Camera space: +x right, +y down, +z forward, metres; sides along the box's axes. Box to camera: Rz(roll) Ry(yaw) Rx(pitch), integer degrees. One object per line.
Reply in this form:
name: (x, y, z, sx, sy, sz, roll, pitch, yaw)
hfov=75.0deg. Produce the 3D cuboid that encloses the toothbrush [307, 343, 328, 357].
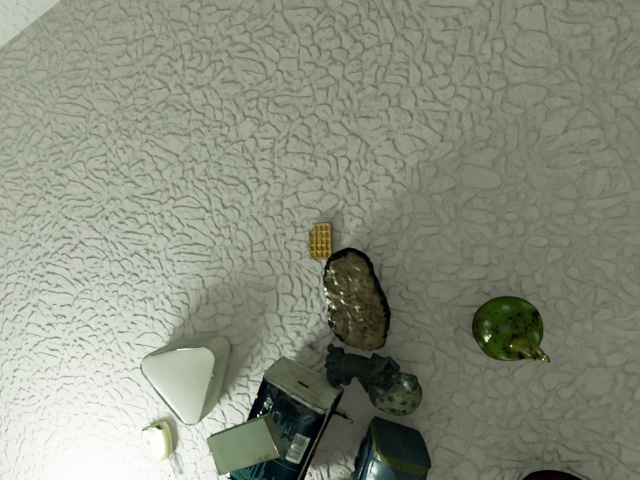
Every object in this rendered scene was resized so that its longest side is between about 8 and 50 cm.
toothbrush: (0.040, 0.438, 1.533, 0.204, 0.017, 0.022, 29, 119, 12)

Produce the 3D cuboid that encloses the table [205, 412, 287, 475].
table: (-0.219, 0.624, 1.305, 0.240, 0.111, 0.121, -27, 80, 22)

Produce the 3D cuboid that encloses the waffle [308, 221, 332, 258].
waffle: (0.000, 0.000, 1.517, 0.092, 0.021, 0.135, -3, 92, 15)

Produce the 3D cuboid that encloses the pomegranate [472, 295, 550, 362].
pomegranate: (0.579, 0.283, 1.268, 0.211, 0.263, 0.211, -1, 116, -3)

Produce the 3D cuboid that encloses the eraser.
eraser: (-0.534, 0.505, 1.624, 0.331, 0.150, 0.331, 1, 95, 13)

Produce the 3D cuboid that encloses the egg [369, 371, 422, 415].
egg: (0.253, 0.519, 1.415, 0.181, 0.141, 0.141, -11, 90, 19)

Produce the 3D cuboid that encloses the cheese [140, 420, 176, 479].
cheese: (-0.652, 0.879, 1.723, 0.127, 0.054, 0.251, -21, 88, 15)

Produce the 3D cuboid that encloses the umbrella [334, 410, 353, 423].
umbrella: (0.067, 0.640, 1.538, 0.122, 0.022, 0.013, 21, 124, 23)

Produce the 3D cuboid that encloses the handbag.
handbag: (0.228, 0.761, 1.375, 0.222, 0.263, 0.241, 16, 99, -4)

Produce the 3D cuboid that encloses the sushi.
sushi: (0.117, 0.197, 1.420, 0.211, 0.171, 0.350, -12, 91, 13)

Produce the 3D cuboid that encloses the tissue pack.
tissue pack: (-0.127, 0.669, 1.467, 0.264, 0.253, 0.416, 24, 98, 14)

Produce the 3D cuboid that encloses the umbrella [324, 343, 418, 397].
umbrella: (0.154, 0.438, 1.381, 0.349, 0.094, 0.143, 3, 112, 41)

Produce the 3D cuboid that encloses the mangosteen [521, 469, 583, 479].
mangosteen: (0.716, 0.851, 1.237, 0.300, 0.300, 0.300, 1, 93, 15)
